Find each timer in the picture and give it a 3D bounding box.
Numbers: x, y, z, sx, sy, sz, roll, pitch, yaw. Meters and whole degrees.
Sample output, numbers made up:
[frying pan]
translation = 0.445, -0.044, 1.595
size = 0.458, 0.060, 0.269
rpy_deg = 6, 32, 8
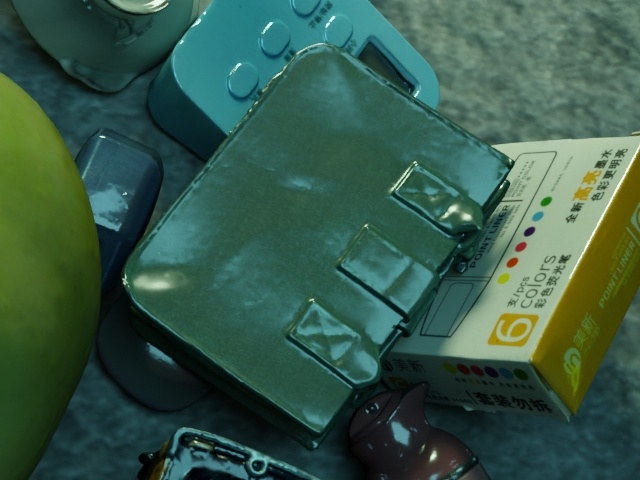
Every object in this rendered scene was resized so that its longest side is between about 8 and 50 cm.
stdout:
[timer]
translation = -0.013, -0.151, 1.436
size = 0.250, 0.091, 0.232
rpy_deg = 38, 62, -9

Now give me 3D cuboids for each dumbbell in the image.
[dumbbell]
translation = -0.303, -0.071, 1.277
size = 0.325, 0.160, 0.144
rpy_deg = 22, 95, -8

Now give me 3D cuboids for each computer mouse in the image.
[computer mouse]
translation = -0.101, 0.054, 1.344
size = 0.120, 0.057, 0.232
rpy_deg = 45, 64, 2

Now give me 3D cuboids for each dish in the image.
[dish]
translation = -0.206, -0.260, 1.381
size = 0.246, 0.078, 0.224
rpy_deg = 13, 78, -32

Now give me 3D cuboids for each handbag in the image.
[handbag]
translation = -0.001, 0.000, 1.296
size = 0.238, 0.089, 0.326
rpy_deg = 34, 67, 9

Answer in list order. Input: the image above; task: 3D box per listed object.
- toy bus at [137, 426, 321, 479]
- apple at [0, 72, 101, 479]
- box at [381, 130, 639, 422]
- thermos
[toy bus]
translation = -0.118, 0.330, 1.159
size = 0.162, 0.194, 0.323
rpy_deg = 24, 68, -8
[apple]
translation = -0.389, 0.054, 1.026
size = 0.474, 0.473, 0.473
rpy_deg = 6, 68, -16
[box]
translation = 0.188, 0.030, 1.359
size = 0.091, 0.221, 0.274
rpy_deg = 48, 58, -30
[thermos]
translation = 0.124, 0.288, 1.314
size = 0.109, 0.136, 0.330
rpy_deg = -23, 77, -53
